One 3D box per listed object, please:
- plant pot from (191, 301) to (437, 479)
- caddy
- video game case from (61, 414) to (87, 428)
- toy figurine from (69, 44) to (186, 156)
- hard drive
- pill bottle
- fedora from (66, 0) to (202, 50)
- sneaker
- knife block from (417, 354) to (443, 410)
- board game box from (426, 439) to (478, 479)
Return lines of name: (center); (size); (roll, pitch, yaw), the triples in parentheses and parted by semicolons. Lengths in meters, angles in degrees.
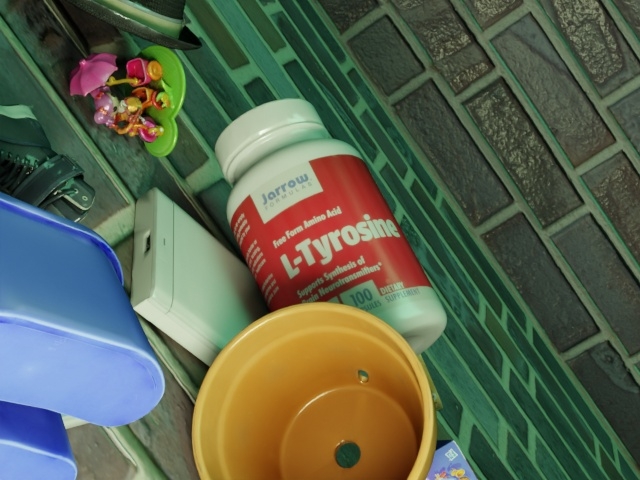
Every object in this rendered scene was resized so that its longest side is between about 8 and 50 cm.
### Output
plant pot: (0.011, 0.245, 1.263); (0.203, 0.290, 0.291); (57, 9, -62)
caddy: (-0.287, 0.079, 0.784); (0.341, 0.241, 0.179); (29, 22, -55)
video game case: (-0.295, 0.107, 1.071); (0.193, 0.023, 0.212); (61, 19, 12)
toy figurine: (-0.297, -0.211, 1.502); (0.159, 0.130, 0.173); (-3, 85, -53)
hard drive: (-0.128, 0.105, 1.455); (0.353, 0.047, 0.233); (44, 22, -34)
pill bottle: (0.000, 0.000, 1.514); (0.229, 0.229, 0.408); (17, 42, -62)
fedora: (-0.294, -0.421, 1.570); (0.334, 0.153, 0.334); (26, 13, -6)
sneaker: (-0.344, -0.071, 1.142); (0.163, 0.086, 0.226); (54, 18, 1)
knife block: (0.117, 0.174, 1.856); (0.242, 0.088, 0.276); (-105, 171, -83)
board game box: (0.200, 0.414, 1.500); (0.233, 0.078, 0.347); (60, -7, 9)
